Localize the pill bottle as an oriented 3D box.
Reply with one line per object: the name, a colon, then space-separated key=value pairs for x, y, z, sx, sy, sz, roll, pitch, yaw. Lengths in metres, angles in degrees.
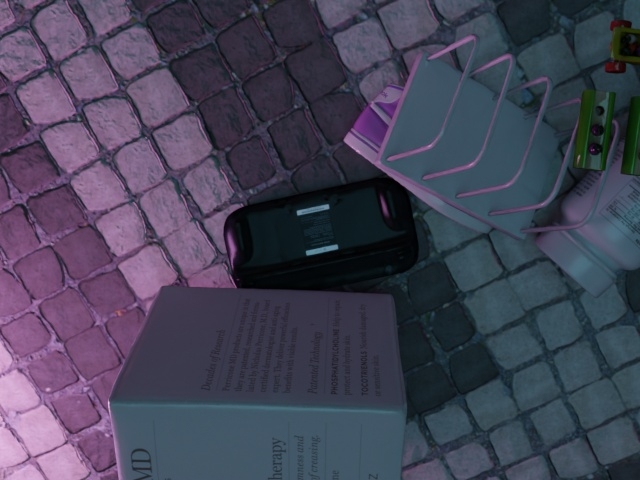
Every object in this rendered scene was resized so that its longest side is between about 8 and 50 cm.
pill bottle: x=0.484 y=-0.055 z=1.248 sx=0.160 sy=0.160 sz=0.283 roll=41 pitch=102 yaw=-8

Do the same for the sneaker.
sneaker: x=0.195 y=-0.139 z=1.266 sx=0.282 sy=0.102 sz=0.161 roll=36 pitch=98 yaw=-9

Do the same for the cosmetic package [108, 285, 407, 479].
cosmetic package: x=-0.081 y=0.290 z=1.237 sx=0.394 sy=0.327 sz=0.329 roll=1 pitch=115 yaw=1

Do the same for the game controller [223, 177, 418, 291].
game controller: x=0.000 y=0.000 z=1.331 sx=0.319 sy=0.067 sz=0.166 roll=-12 pitch=89 yaw=4

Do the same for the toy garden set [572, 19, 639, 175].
toy garden set: x=0.480 y=-0.184 z=1.067 sx=0.245 sy=0.049 sz=0.203 roll=7 pitch=94 yaw=1

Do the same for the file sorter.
file sorter: x=0.263 y=-0.148 z=1.164 sx=0.278 sy=0.173 sz=0.192 roll=26 pitch=78 yaw=-18
